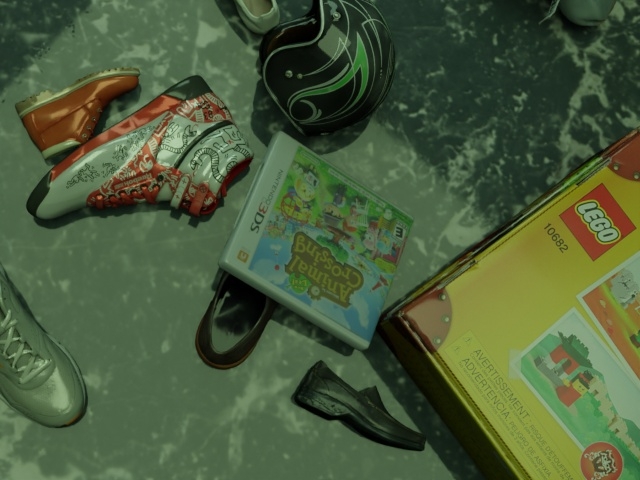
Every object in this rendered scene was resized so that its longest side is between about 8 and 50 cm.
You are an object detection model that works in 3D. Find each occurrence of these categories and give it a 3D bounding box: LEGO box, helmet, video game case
[{"bbox_3d":[0.365,0.182,1.532,0.372,0.193,0.500,-36,87,-10],"label":"LEGO box"},{"bbox_3d":[0.013,-0.223,1.567,0.161,0.169,0.169,-33,86,8],"label":"helmet"},{"bbox_3d":[0.000,0.000,1.545,0.212,0.023,0.193,32,61,-20],"label":"video game case"}]

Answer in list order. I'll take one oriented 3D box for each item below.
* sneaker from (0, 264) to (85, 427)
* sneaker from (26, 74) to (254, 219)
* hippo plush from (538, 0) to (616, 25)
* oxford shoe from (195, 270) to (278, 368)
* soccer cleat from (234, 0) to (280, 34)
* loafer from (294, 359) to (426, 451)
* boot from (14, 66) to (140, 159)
[{"bbox_3d":[-0.372,0.110,1.496,0.099,0.121,0.262,-38,87,-9],"label":"sneaker"},{"bbox_3d":[-0.210,-0.072,1.557,0.270,0.090,0.145,-37,85,-13],"label":"sneaker"},{"bbox_3d":[0.266,-0.401,1.632,0.236,0.234,0.294,27,61,29],"label":"hippo plush"},{"bbox_3d":[-0.066,0.029,1.554,0.097,0.098,0.271,23,80,-2],"label":"oxford shoe"},{"bbox_3d":[-0.111,-0.348,1.616,0.068,0.076,0.196,-34,86,-10],"label":"soccer cleat"},{"bbox_3d":[0.056,0.204,1.563,0.170,0.062,0.061,26,75,-3],"label":"loafer"},{"bbox_3d":[-0.286,-0.158,1.581,0.158,0.059,0.085,-24,88,-1],"label":"boot"}]
